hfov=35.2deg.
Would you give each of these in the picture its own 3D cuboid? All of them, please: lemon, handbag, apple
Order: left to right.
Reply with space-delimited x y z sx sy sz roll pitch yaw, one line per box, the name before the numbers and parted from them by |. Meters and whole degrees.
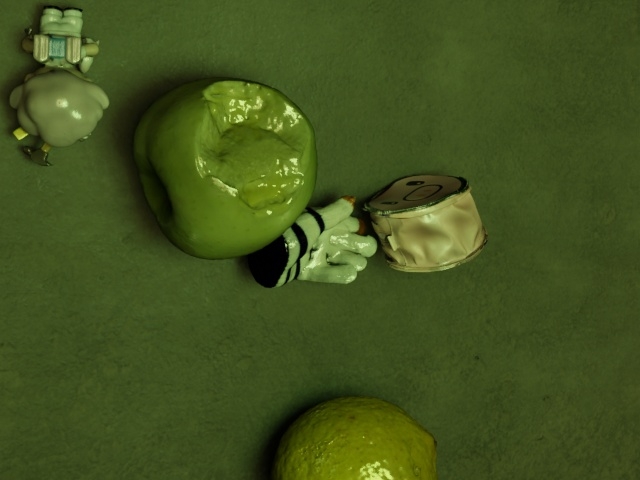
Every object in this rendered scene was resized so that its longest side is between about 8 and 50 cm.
apple | -0.140 -0.105 1.490 0.279 0.279 0.279 -5 103 -23
lemon | 0.059 0.393 1.669 0.293 0.293 0.293 -5 103 -23
handbag | 0.177 -0.034 1.684 0.205 0.179 0.116 -39 121 -51

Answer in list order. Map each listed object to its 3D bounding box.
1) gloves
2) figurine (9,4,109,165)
gloves | -0.012 0.003 1.652 0.219 0.131 0.140 -23 110 -51
figurine | -0.371 -0.221 1.442 0.137 0.112 0.229 3 89 -20
